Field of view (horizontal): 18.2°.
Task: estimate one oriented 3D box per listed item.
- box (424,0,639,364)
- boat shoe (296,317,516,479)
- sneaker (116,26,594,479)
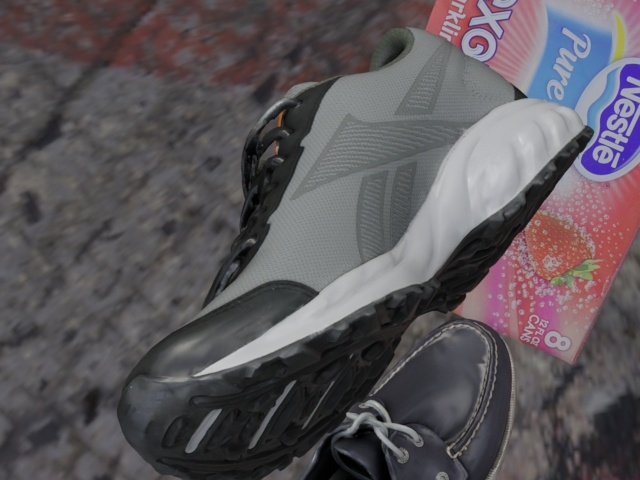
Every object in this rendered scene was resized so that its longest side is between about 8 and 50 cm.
[{"bbox_3d":[0.137,-0.106,1.081,0.154,0.142,0.300,24,119,3],"label":"box"},{"bbox_3d":[0.032,0.112,0.952,0.075,0.065,0.206,23,63,26],"label":"boat shoe"},{"bbox_3d":[0.000,0.000,0.772,0.108,0.271,0.100,40,131,8],"label":"sneaker"}]
